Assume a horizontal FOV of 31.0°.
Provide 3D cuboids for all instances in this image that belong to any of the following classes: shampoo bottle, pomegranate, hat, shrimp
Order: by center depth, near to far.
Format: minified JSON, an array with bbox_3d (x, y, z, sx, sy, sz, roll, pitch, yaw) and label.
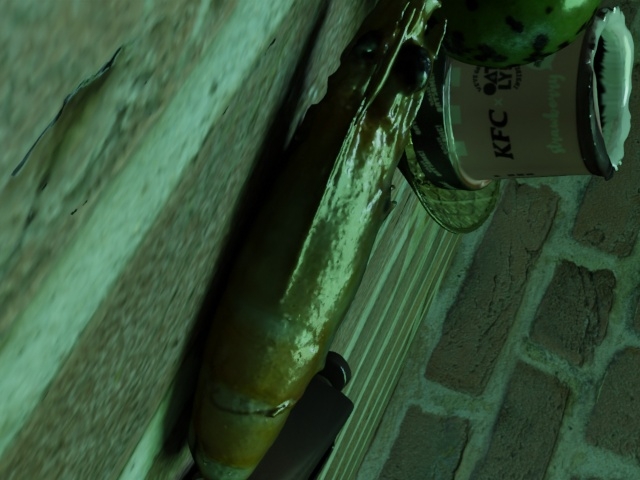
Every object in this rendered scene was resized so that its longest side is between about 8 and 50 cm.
[{"bbox_3d":[0.000,0.000,0.599,0.152,0.063,0.287,-41,155,-75],"label":"shrimp"},{"bbox_3d":[0.090,-0.159,0.610,0.161,0.122,0.122,28,84,-58],"label":"pomegranate"},{"bbox_3d":[-0.029,0.134,0.758,0.236,0.068,0.067,-44,155,-64],"label":"shampoo bottle"},{"bbox_3d":[0.083,-0.074,0.940,0.146,0.067,0.146,10,76,-49],"label":"hat"}]

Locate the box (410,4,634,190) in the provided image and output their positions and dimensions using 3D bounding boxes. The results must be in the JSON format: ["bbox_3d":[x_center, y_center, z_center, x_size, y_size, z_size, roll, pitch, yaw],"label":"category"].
[{"bbox_3d":[0.155,-0.108,0.850,0.151,0.135,0.151,-19,112,-60],"label":"box"}]
